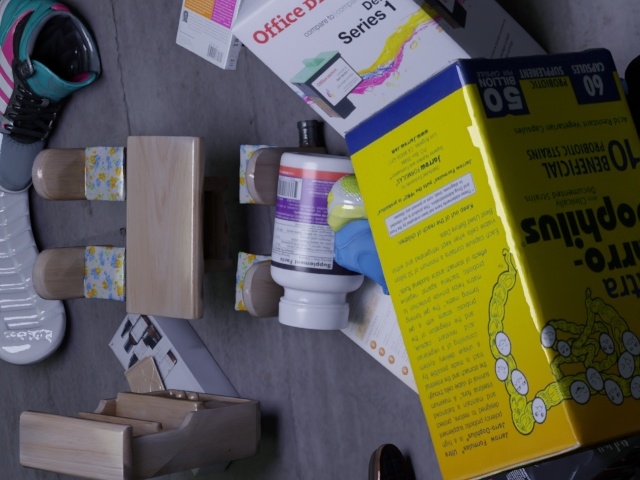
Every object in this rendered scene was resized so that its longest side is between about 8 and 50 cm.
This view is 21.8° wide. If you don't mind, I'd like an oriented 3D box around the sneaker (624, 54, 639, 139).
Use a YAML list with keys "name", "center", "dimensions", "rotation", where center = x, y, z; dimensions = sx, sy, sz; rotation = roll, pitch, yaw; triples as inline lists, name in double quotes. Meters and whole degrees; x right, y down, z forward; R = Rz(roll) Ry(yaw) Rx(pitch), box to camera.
- name: "sneaker"
  center: [0.348, -0.051, 1.604]
  dimensions: [0.102, 0.146, 0.293]
  rotation: [-17, 79, 43]

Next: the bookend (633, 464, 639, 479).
- name: "bookend"
  center: [0.384, 0.313, 1.639]
  dimensions: [0.157, 0.072, 0.156]
  rotation: [15, 103, 42]

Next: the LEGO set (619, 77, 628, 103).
- name: "LEGO set"
  center: [0.266, -0.105, 1.714]
  dimensions: [0.093, 0.087, 0.227]
  rotation: [46, 147, 43]

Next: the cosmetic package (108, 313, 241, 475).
- name: "cosmetic package"
  center: [-0.186, 0.189, 2.195]
  dimensions: [0.239, 0.060, 0.099]
  rotation: [52, 125, 30]

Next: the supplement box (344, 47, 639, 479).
- name: "supplement box"
  center: [0.194, 0.023, 1.545]
  dimensions: [0.195, 0.194, 0.357]
  rotation: [-29, 74, 53]

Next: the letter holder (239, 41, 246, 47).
- name: "letter holder"
  center: [-0.029, -0.377, 1.955]
  dimensions: [0.214, 0.152, 0.302]
  rotation: [23, 108, 43]

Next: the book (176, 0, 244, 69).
- name: "book"
  center: [-0.118, -0.282, 1.924]
  dimensions: [0.096, 0.035, 0.144]
  rotation: [33, 116, 41]

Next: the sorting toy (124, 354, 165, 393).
- name: "sorting toy"
  center: [-0.237, 0.196, 2.192]
  dimensions: [0.083, 0.012, 0.062]
  rotation: [-37, 71, 35]

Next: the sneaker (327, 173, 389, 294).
- name: "sneaker"
  center: [0.122, -0.002, 1.812]
  dimensions: [0.091, 0.240, 0.126]
  rotation: [-84, 3, -61]

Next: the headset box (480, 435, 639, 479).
- name: "headset box"
  center: [0.268, 0.140, 1.716]
  dimensions: [0.293, 0.110, 0.218]
  rotation: [-47, 62, 35]

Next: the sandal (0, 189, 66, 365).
- name: "sandal"
  center: [-0.491, 0.003, 2.447]
  dimensions: [0.102, 0.169, 0.416]
  rotation: [92, 160, -69]

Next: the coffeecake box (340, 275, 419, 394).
- name: "coffeecake box"
  center: [0.098, 0.066, 1.906]
  dimensions: [0.185, 0.068, 0.142]
  rotation: [38, 116, 36]

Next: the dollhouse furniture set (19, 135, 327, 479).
- name: "dollhouse furniture set"
  center: [-0.212, 0.071, 1.996]
  dimensions: [0.362, 0.256, 0.394]
  rotation: [3, 94, 37]

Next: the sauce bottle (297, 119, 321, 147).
- name: "sauce bottle"
  center: [-0.010, -0.083, 2.024]
  dimensions: [0.042, 0.042, 0.128]
  rotation: [-3, 90, 44]

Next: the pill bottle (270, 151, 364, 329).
- name: "pill bottle"
  center: [0.000, 0.000, 1.878]
  dimensions: [0.108, 0.108, 0.194]
  rotation: [11, 98, 43]

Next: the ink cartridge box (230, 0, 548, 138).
- name: "ink cartridge box"
  center: [0.074, -0.212, 1.776]
  dimensions: [0.201, 0.278, 0.117]
  rotation: [-31, 26, 41]

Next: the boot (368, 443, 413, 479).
- name: "boot"
  center: [0.057, 0.348, 1.952]
  dimensions: [0.106, 0.082, 0.219]
  rotation: [-5, 90, 42]

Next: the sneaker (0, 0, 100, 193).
- name: "sneaker"
  center: [-0.393, -0.206, 2.341]
  dimensions: [0.178, 0.123, 0.296]
  rotation: [13, 99, 52]
